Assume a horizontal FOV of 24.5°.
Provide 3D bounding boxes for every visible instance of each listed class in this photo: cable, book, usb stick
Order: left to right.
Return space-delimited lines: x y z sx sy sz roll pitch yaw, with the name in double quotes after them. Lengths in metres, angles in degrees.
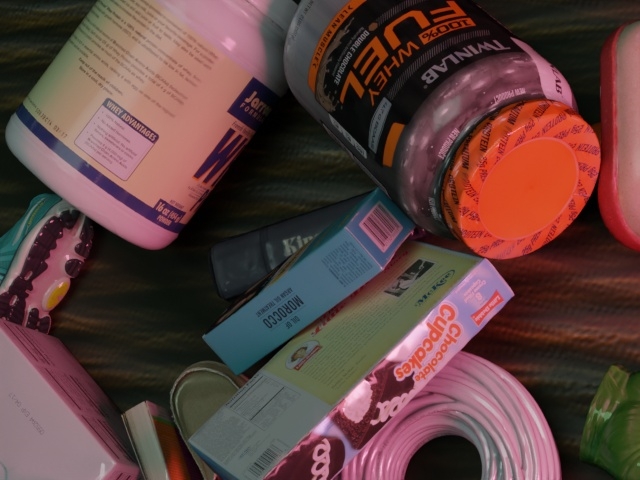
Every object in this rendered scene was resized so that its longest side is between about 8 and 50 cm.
-0.160 0.255 1.626 0.035 0.096 0.144 -30 64 15 "book"
0.000 0.000 1.652 0.278 0.045 0.077 -18 67 21 "usb stick"
0.122 0.241 1.496 0.257 0.089 0.257 11 80 29 "cable"

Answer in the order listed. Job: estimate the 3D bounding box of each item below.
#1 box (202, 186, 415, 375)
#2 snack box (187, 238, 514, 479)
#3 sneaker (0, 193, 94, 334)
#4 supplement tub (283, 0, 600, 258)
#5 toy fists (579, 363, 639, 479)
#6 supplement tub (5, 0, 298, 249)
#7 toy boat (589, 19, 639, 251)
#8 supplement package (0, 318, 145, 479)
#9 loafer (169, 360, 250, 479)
-0.014 0.045 1.560 0.060 0.100 0.244 48 126 -6 "box"
0.027 0.131 1.482 0.322 0.060 0.187 -44 22 -13 "snack box"
-0.379 0.064 1.809 0.275 0.107 0.110 -55 41 -3 "sneaker"
0.120 -0.139 1.500 0.207 0.207 0.338 -48 46 7 "supplement tub"
0.299 0.243 1.381 0.142 0.096 0.279 16 67 28 "toy fists"
-0.179 -0.178 1.685 0.235 0.235 0.325 40 94 30 "supplement tub"
0.320 -0.099 1.486 0.151 0.151 0.231 -20 63 53 "toy boat"
-0.332 0.253 1.685 0.204 0.145 0.262 -50 60 5 "supplement package"
-0.085 0.233 1.598 0.102 0.092 0.268 -44 61 9 "loafer"
